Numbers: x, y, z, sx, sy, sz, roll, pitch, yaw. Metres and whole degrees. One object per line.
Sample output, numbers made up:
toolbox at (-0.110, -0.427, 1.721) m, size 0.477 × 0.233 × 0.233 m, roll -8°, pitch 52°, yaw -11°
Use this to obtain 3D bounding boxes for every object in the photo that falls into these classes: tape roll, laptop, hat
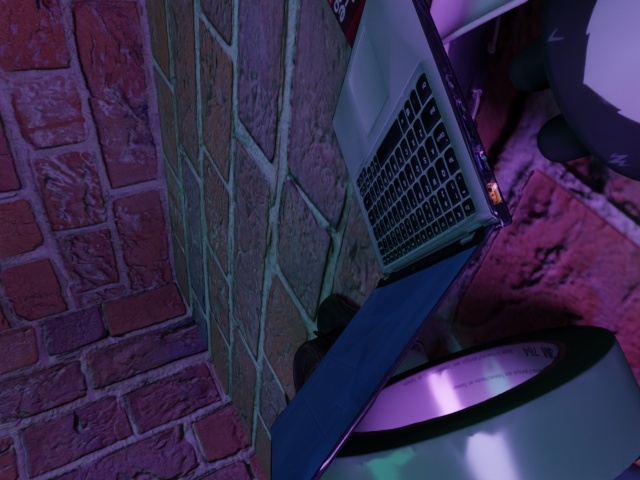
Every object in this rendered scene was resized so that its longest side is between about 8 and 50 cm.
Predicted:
tape roll at (0.138, 0.176, 0.497) m, size 0.077 × 0.321 × 0.321 m, roll 68°, pitch 154°, yaw 7°
laptop at (0.000, 0.000, 0.543) m, size 0.382 × 0.236 × 0.408 m, roll 120°, pitch 133°, yaw -78°
hat at (0.022, 0.284, 1.015) m, size 0.331 × 0.133 × 0.332 m, roll 40°, pitch 139°, yaw 47°

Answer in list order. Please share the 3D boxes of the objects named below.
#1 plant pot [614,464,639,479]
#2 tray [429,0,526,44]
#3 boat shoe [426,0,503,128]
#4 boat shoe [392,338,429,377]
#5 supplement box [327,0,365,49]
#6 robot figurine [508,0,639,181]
plant pot at (0.266, 0.395, 0.505) m, size 0.290 × 0.195 × 0.290 m, roll 46°, pitch 144°, yaw 49°
tray at (0.157, -0.288, 0.390) m, size 0.145 × 0.030 × 0.271 m, roll -166°, pitch 91°, yaw -72°
boat shoe at (0.139, -0.147, 0.566) m, size 0.114 × 0.091 × 0.303 m, roll -110°, pitch 16°, yaw -46°
boat shoe at (0.131, 0.233, 0.823) m, size 0.088 × 0.096 × 0.268 m, roll -90°, pitch -9°, yaw -50°
supplement box at (0.053, -0.362, 0.632) m, size 0.240 × 0.073 × 0.130 m, roll 66°, pitch 153°, yaw 13°
robot figurine at (0.242, -0.130, 0.273) m, size 0.209 × 0.174 × 0.278 m, roll 32°, pitch 160°, yaw -16°
